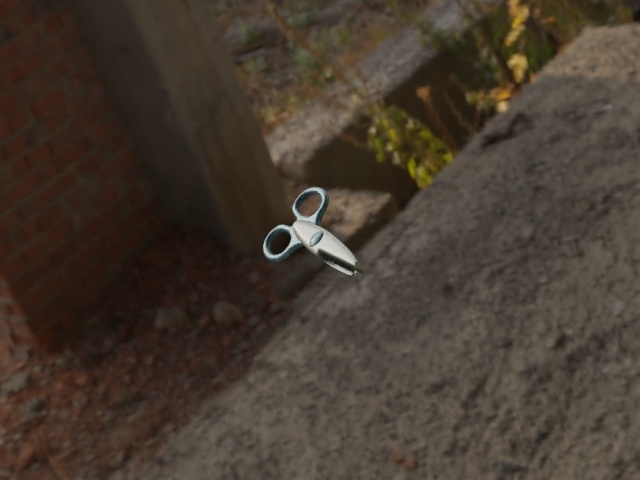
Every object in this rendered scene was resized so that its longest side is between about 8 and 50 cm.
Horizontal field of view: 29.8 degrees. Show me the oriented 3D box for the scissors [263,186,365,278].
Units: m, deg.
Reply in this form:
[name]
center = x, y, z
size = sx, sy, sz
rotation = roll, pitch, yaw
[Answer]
[scissors]
center = 0.000, 0.000, 0.742
size = 0.058, 0.014, 0.119
rotation = -52, 29, -3
